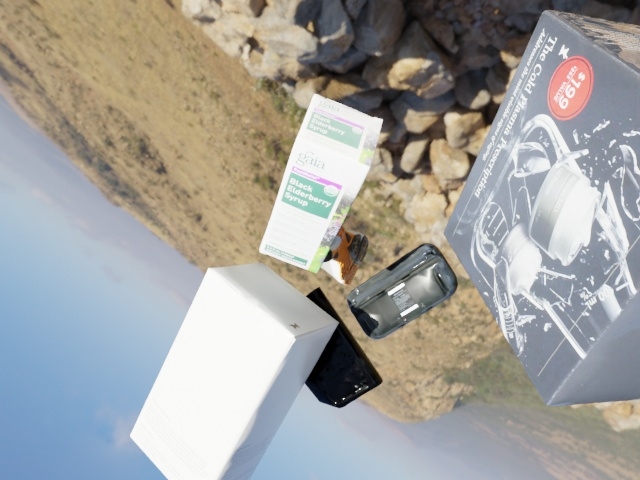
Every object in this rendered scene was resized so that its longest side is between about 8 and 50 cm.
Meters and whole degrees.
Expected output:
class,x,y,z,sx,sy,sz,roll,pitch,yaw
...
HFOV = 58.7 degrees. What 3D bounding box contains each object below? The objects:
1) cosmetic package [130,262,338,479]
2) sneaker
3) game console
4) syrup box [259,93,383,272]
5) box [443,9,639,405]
class,x,y,z,sx,sy,sz,roll,pitch,yaw
cosmetic package,-0.153,0.241,0.971,0.197,0.365,0.155,37,-162,24
sneaker,0.000,0.000,1.030,0.121,0.099,0.262,24,171,27
game console,0.090,0.150,1.041,0.213,0.361,0.044,56,-159,5
syrup box,-0.006,-0.067,0.763,0.093,0.096,0.237,20,142,-4
box,0.334,-0.039,0.668,0.179,0.343,0.312,1,-141,-19
